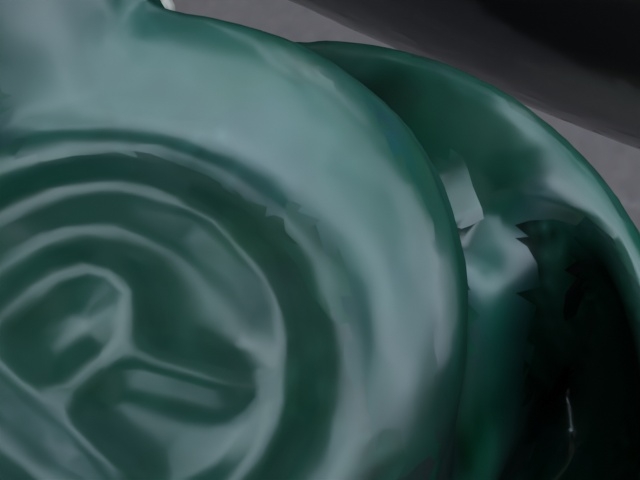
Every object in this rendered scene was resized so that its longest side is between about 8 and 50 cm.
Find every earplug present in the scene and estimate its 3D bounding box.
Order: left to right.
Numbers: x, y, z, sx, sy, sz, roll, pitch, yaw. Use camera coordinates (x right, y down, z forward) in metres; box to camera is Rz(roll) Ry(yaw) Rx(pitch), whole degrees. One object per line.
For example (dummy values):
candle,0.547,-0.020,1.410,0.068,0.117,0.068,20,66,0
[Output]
earplug,-0.006,-0.005,0.413,0.280,0.164,0.257,35,51,-66

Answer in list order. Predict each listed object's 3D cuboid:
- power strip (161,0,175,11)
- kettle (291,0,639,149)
power strip,-0.172,-0.169,0.659,0.058,0.098,0.338,-44,96,0
kettle,0.147,-0.151,0.493,0.324,0.321,0.228,27,38,7
